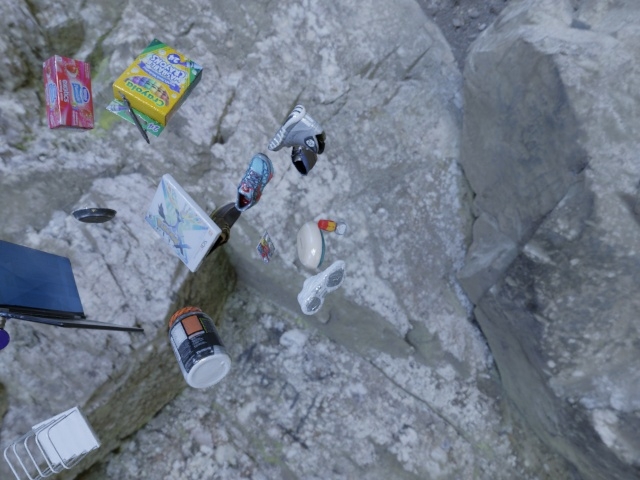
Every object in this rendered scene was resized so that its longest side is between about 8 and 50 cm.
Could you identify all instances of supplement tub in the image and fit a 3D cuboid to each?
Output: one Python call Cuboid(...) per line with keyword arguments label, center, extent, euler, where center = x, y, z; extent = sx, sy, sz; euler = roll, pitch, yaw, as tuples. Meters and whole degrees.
Cuboid(label="supplement tub", center=(-0.542, 0.461, 1.872), extent=(0.338, 0.207, 0.207), euler=(46, 165, 44))

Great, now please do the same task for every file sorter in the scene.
Cuboid(label="file sorter", center=(-1.087, 0.835, 1.712), extent=(0.193, 0.277, 0.173), euler=(62, -163, -3))

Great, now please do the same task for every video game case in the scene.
Cuboid(label="video game case", center=(-0.585, -0.065, 1.778), extent=(0.329, 0.036, 0.300), euler=(47, 130, 5))

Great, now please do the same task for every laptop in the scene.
Cuboid(label="laptop", center=(-0.851, 0.156, 1.416), extent=(0.406, 0.237, 0.382), euler=(6, 168, 13))

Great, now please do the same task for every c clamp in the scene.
Cuboid(label="c clamp", center=(-0.586, -0.389, 1.347), extent=(0.137, 0.022, 0.161), euler=(46, 160, 50))

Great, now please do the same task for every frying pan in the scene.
Cuboid(label="frying pan", center=(-1.146, -0.110, 2.119), extent=(0.326, 0.197, 0.053), euler=(-18, 77, 47))

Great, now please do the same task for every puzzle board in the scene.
Cuboid(label="puzzle board", center=(-0.231, 0.034, 1.816), extent=(0.011, 0.097, 0.128), euler=(10, 145, 22))

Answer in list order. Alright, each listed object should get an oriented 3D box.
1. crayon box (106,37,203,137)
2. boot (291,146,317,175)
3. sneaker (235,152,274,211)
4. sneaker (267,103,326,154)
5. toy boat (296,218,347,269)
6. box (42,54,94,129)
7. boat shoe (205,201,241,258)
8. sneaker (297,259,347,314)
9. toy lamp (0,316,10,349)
Cuboid(label="crayon box", center=(-0.600, -0.562, 1.548), extent=(0.203, 0.323, 0.083), euler=(29, 154, -10))
Cuboid(label="boot", center=(-0.073, -0.353, 1.613), extent=(0.082, 0.106, 0.219), euler=(-5, 133, 25))
Cuboid(label="sneaker", center=(-0.265, -0.218, 1.667), extent=(0.104, 0.125, 0.262), euler=(26, 123, 2))
Cuboid(label="sneaker", center=(-0.058, -0.271, 1.171), extent=(0.132, 0.086, 0.228), euler=(35, 160, -13))
Cuboid(label="toy boat", center=(0.000, 0.000, 2.126), extent=(0.147, 0.268, 0.318), euler=(11, 144, -28))
Cuboid(label="box", center=(-0.970, -0.558, 1.634), extent=(0.122, 0.128, 0.257), euler=(1, 95, 37))
Cuboid(label="boat shoe", center=(-0.478, -0.032, 1.972), extent=(0.130, 0.355, 0.132), euler=(23, 153, 31))
Cuboid(label="sneaker", center=(-0.004, 0.148, 1.525), extent=(0.090, 0.232, 0.115), euler=(47, 175, -37))
Cuboid(label="toy lamp", center=(-0.973, 0.239, 1.286), extent=(0.080, 0.080, 0.274), euler=(57, 165, -29))
